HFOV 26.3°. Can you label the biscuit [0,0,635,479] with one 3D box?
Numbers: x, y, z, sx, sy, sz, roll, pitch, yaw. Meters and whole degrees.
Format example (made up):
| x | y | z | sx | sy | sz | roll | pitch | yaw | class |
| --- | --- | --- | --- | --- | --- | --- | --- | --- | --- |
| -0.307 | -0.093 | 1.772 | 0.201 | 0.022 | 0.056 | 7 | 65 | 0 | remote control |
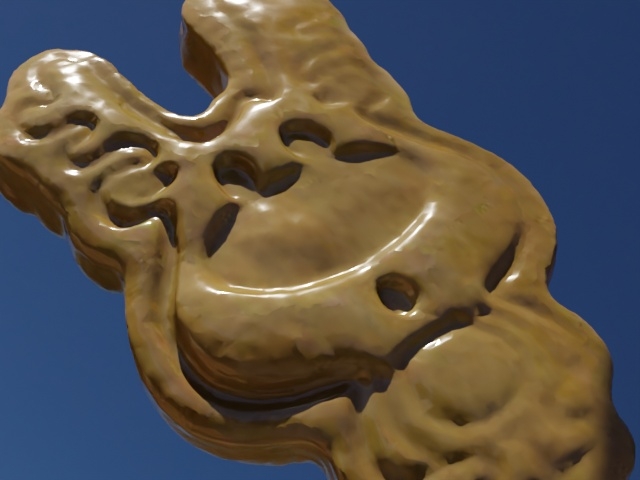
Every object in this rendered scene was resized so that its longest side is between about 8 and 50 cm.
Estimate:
| x | y | z | sx | sy | sz | roll | pitch | yaw | class |
| --- | --- | --- | --- | --- | --- | --- | --- | --- | --- |
| -0.002 | 0.002 | 0.426 | 0.236 | 0.144 | 0.040 | 46 | -25 | 31 | biscuit |
